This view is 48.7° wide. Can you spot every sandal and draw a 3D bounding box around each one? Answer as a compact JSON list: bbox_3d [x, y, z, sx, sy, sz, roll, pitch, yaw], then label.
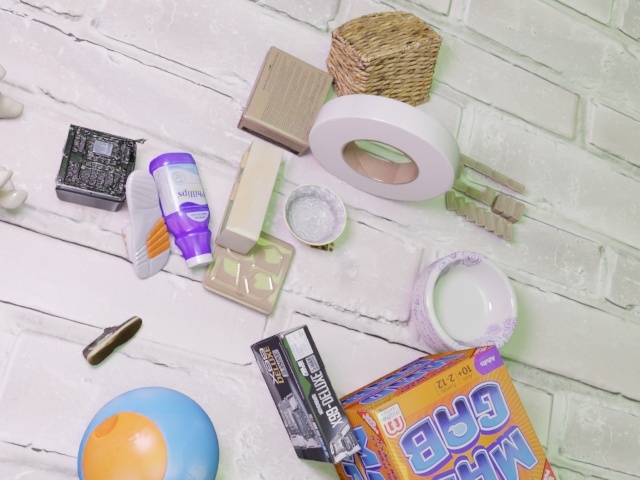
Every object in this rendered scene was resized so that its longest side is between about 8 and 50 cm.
[{"bbox_3d":[-0.423,-0.044,1.674,0.102,0.076,0.265,-21,118,-42],"label":"sandal"}]

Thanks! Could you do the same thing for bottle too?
[{"bbox_3d":[-0.330,-0.073,1.724,0.118,0.092,0.282,-8,78,-50],"label":"bottle"}]

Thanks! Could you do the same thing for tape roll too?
[{"bbox_3d":[0.162,-0.227,1.807,0.392,0.392,0.072,27,68,-14],"label":"tape roll"}]

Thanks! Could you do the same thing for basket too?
[{"bbox_3d":[0.168,-0.511,2.046,0.299,0.223,0.213,-22,53,-25],"label":"basket"}]

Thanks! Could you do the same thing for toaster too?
[{"bbox_3d":[-0.522,-0.169,1.669,0.186,0.110,0.168,12,73,-18],"label":"toaster"}]

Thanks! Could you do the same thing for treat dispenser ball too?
[{"bbox_3d":[-0.356,0.452,1.478,0.288,0.288,0.288,6,75,-21],"label":"treat dispenser ball"}]

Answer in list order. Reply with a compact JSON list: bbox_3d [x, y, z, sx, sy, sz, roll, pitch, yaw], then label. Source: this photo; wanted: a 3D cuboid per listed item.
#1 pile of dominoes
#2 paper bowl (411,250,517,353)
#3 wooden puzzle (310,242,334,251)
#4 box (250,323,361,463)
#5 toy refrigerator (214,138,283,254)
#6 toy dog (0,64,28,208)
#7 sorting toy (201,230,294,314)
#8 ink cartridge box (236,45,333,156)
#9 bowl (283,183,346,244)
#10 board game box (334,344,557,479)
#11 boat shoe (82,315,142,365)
[{"bbox_3d":[0.487,-0.124,2.118,0.251,0.040,0.196,26,69,-5],"label":"pile of dominoes"},{"bbox_3d":[0.378,0.180,1.921,0.284,0.148,0.284,5,75,-20],"label":"paper bowl"},{"bbox_3d":[0.000,0.000,1.893,0.083,0.006,0.049,13,72,-19],"label":"wooden puzzle"},{"bbox_3d":[-0.043,0.359,1.654,0.077,0.242,0.307,-22,86,-25],"label":"box"},{"bbox_3d":[-0.182,-0.112,1.777,0.094,0.102,0.269,22,62,-15],"label":"toy refrigerator"},{"bbox_3d":[-0.815,-0.151,1.457,0.396,0.284,0.407,4,77,-21],"label":"toy dog"},{"bbox_3d":[-0.182,0.065,1.790,0.193,0.038,0.208,25,64,-15],"label":"sorting toy"},{"bbox_3d":[-0.094,-0.374,1.907,0.193,0.088,0.234,24,70,-13],"label":"ink cartridge box"},{"bbox_3d":[-0.024,-0.057,1.853,0.170,0.080,0.170,5,71,-16],"label":"bowl"},{"bbox_3d":[0.258,0.493,1.678,0.356,0.356,0.356,-22,85,-26],"label":"board game box"},{"bbox_3d":[-0.478,0.219,1.618,0.049,0.056,0.152,34,56,25],"label":"boat shoe"}]
